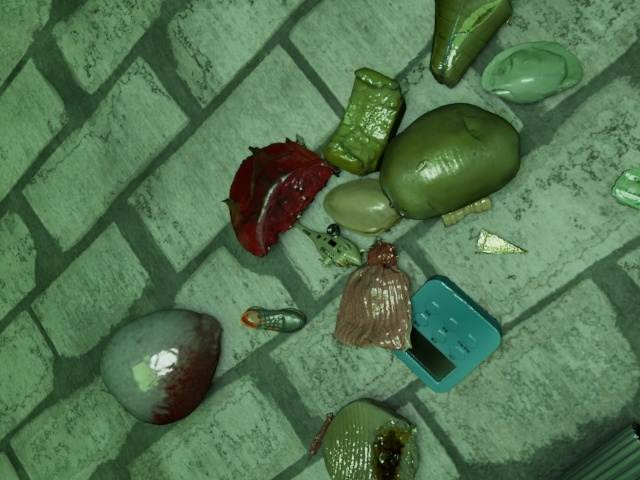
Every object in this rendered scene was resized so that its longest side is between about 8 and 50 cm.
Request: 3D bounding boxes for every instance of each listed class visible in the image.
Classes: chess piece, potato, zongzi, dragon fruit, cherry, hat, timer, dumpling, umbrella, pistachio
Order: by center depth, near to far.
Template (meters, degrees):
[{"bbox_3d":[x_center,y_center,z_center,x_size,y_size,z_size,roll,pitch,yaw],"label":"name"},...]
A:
[{"bbox_3d":[0.293,-0.188,1.102,0.327,0.221,0.243,-21,70,9],"label":"potato"},{"bbox_3d":[0.489,-0.383,1.109,0.219,0.152,0.108,2,135,9],"label":"dumpling"},{"bbox_3d":[0.297,-0.530,1.159,0.256,0.115,0.228,43,110,19],"label":"zongzi"},{"bbox_3d":[0.360,-0.080,1.182,0.122,0.066,0.066,-17,87,14],"label":"chess piece"},{"bbox_3d":[0.298,0.243,1.204,0.232,0.091,0.250,42,108,13],"label":"timer"},{"bbox_3d":[0.148,0.139,1.228,0.237,0.107,0.286,0,76,37],"label":"hat"},{"bbox_3d":[0.116,-0.085,1.236,0.223,0.126,0.152,1,72,26],"label":"pistachio"},{"bbox_3d":[-0.154,-0.150,1.309,0.282,0.100,0.343,39,91,29],"label":"dragon fruit"},{"bbox_3d":[-0.001,0.564,1.358,0.027,0.025,0.165,30,100,34],"label":"umbrella"},{"bbox_3d":[-0.465,0.350,1.385,0.327,0.291,0.334,21,90,11],"label":"cherry"}]

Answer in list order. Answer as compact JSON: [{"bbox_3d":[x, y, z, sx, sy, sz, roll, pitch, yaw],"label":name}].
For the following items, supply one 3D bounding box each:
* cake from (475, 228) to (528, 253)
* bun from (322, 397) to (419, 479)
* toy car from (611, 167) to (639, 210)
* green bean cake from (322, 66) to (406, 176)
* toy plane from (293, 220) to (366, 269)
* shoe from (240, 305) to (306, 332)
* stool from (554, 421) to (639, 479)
[{"bbox_3d":[0.444,0.008,1.158,0.121,0.052,0.065,5,92,20],"label":"cake"},{"bbox_3d":[0.141,0.551,1.213,0.282,0.205,0.281,-27,49,37],"label":"bun"},{"bbox_3d":[0.747,-0.093,1.043,0.186,0.058,0.093,33,101,16],"label":"toy car"},{"bbox_3d":[0.116,-0.280,1.170,0.124,0.233,0.236,25,101,11],"label":"green bean cake"},{"bbox_3d":[0.000,0.000,1.284,0.286,0.092,0.108,36,78,32],"label":"toy plane"},{"bbox_3d":[-0.140,0.232,1.362,0.195,0.077,0.074,3,93,20],"label":"shoe"},{"bbox_3d":[0.636,0.605,1.001,0.330,0.297,0.297,-46,78,20],"label":"stool"}]
